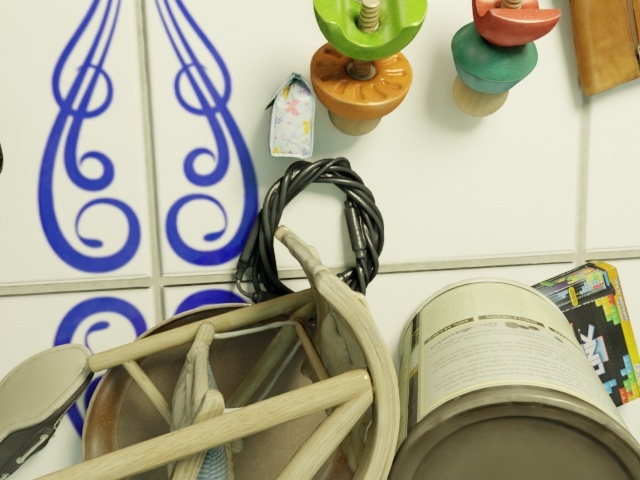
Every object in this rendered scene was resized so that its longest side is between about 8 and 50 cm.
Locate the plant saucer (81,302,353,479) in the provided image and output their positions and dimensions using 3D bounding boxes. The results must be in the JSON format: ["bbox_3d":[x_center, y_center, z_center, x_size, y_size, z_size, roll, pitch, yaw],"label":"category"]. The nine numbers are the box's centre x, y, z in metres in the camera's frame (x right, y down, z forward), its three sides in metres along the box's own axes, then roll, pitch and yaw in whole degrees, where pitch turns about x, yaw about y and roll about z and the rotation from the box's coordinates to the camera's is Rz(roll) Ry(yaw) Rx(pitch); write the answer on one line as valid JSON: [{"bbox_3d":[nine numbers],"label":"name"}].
[{"bbox_3d":[-0.097,0.216,0.686,0.310,0.050,0.311,-1,98,-9],"label":"plant saucer"}]

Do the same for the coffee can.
[{"bbox_3d":[0.168,0.170,0.582,0.201,0.275,0.202,2,105,9],"label":"coffee can"}]

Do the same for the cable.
[{"bbox_3d":[0.000,0.000,0.671,0.150,0.047,0.185,24,93,-12],"label":"cable"}]

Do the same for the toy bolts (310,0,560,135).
[{"bbox_3d":[0.106,-0.212,0.641,0.228,0.159,0.219,4,57,0],"label":"toy bolts"}]

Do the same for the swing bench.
[{"bbox_3d":[-0.067,0.131,0.525,0.254,0.253,0.165,-35,103,-3],"label":"swing bench"}]

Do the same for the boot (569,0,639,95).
[{"bbox_3d":[0.369,-0.330,0.662,0.264,0.096,0.281,-26,102,-5],"label":"boot"}]

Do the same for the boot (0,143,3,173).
[{"bbox_3d":[-0.358,-0.031,0.581,0.136,0.077,0.198,-13,89,-13],"label":"boot"}]

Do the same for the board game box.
[{"bbox_3d":[0.299,0.128,0.741,0.140,0.048,0.171,-22,101,-7],"label":"board game box"}]

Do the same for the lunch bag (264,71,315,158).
[{"bbox_3d":[-0.031,-0.127,0.635,0.053,0.071,0.084,5,99,-6],"label":"lunch bag"}]

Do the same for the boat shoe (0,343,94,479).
[{"bbox_3d":[-0.312,0.190,0.651,0.206,0.075,0.065,-42,146,-7],"label":"boat shoe"}]
